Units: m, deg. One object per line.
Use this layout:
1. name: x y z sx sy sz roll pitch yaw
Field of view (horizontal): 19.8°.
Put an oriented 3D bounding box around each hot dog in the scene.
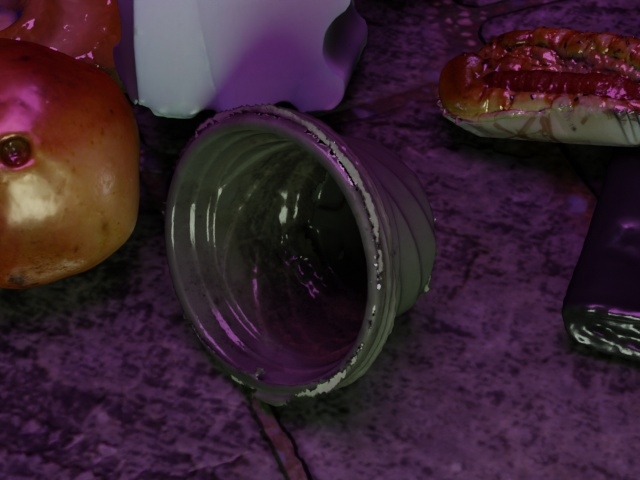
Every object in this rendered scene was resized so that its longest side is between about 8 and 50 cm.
1. hot dog: 0.221 -0.133 1.606 0.253 0.069 0.131 9 45 37

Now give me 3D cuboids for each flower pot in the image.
1. flower pot: 0.000 0.000 1.441 0.140 0.235 0.235 -14 42 -45

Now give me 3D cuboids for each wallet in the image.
1. wallet: 0.355 -0.046 1.569 0.228 0.062 0.406 11 46 12

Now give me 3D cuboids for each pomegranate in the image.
1. pomegranate: -0.248 -0.064 1.491 0.209 0.209 0.209 0 45 0

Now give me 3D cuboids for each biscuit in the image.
1. biscuit: -0.308 -0.210 1.716 0.274 0.091 0.213 -8 48 -5

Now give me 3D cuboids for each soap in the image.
1. soap: -0.071 -0.194 1.583 0.208 0.115 0.347 4 17 5
